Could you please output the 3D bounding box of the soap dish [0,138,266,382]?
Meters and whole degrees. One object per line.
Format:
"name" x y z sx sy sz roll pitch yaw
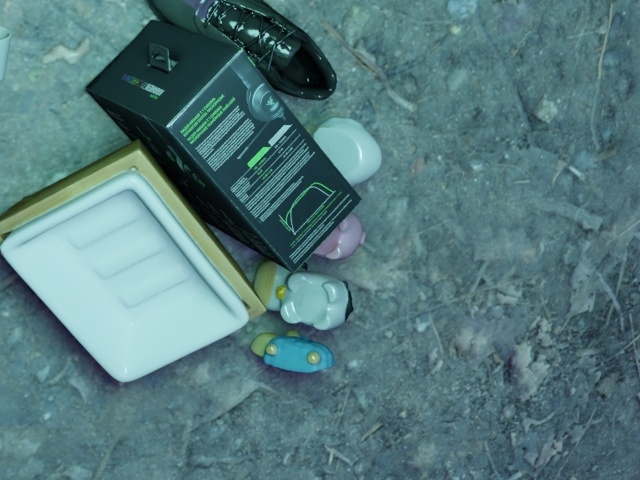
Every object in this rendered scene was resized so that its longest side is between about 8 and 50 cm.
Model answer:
"soap dish" -0.239 0.025 1.809 0.229 0.118 0.291 -26 125 15

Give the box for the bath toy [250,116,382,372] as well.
"bath toy" 0.000 0.000 1.967 0.129 0.151 0.348 -11 118 -67

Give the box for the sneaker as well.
"sneaker" -0.087 -0.265 1.811 0.286 0.130 0.109 26 97 -32

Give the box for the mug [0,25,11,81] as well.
"mug" -0.403 -0.218 1.710 0.062 0.078 0.064 -34 138 -51

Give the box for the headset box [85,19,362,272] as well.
"headset box" -0.127 -0.126 1.772 0.131 0.246 0.283 -47 123 -10
